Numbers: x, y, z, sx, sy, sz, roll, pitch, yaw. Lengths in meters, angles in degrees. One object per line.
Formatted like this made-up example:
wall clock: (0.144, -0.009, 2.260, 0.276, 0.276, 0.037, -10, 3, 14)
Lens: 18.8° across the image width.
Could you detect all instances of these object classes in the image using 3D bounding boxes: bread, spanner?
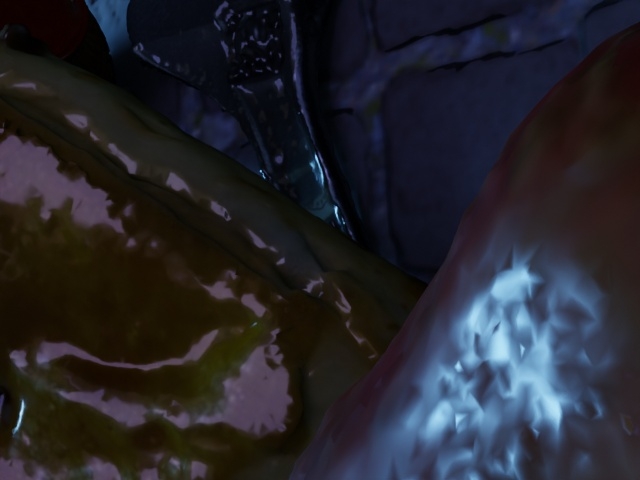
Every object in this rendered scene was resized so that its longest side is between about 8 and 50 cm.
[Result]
bread: (-0.080, 0.076, 0.608, 0.210, 0.099, 0.235, 33, 111, 16)
spanner: (0.000, 0.000, 0.666, 0.093, 0.026, 0.325, -37, 57, 26)

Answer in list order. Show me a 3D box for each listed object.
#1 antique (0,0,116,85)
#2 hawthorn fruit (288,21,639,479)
antique: (-0.128, -0.061, 0.743, 0.104, 0.104, 0.104, -13, 68, 36)
hawthorn fruit: (0.148, 0.080, 0.373, 0.299, 0.275, 0.275, 35, 99, 26)
